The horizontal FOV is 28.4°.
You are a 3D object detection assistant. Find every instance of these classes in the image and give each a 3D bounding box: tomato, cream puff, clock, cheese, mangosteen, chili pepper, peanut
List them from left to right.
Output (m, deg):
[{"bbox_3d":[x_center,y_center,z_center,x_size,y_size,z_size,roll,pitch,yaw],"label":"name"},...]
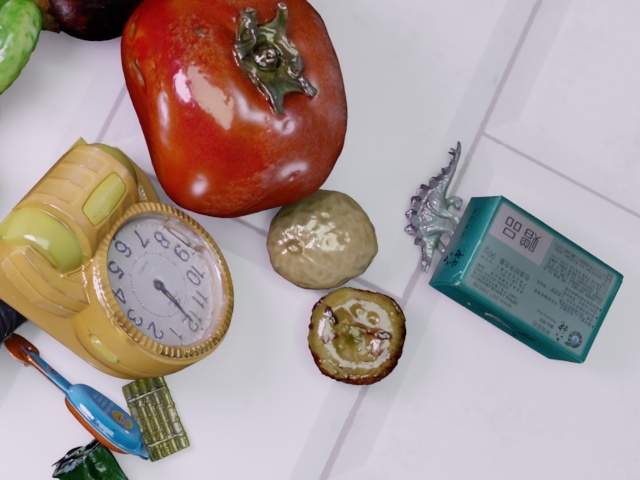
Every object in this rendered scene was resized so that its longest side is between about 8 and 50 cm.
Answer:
[{"bbox_3d":[-0.328,0.211,1.704,0.256,0.106,0.037,40,95,-3],"label":"cheese"},{"bbox_3d":[-0.319,-0.362,1.706,0.209,0.210,0.210,1,85,-12],"label":"mangosteen"},{"bbox_3d":[-0.269,0.043,1.668,0.317,0.200,0.244,44,47,-14],"label":"clock"},{"bbox_3d":[-0.272,0.379,1.727,0.088,0.059,0.227,-31,100,14],"label":"chili pepper"},{"bbox_3d":[-0.114,-0.196,1.674,0.293,0.290,0.325,-20,83,-28],"label":"tomato"},{"bbox_3d":[0.000,0.000,1.786,0.159,0.109,0.141,-27,76,-18],"label":"peanut"},{"bbox_3d":[0.049,0.135,1.799,0.149,0.084,0.149,1,82,-10],"label":"cream puff"}]

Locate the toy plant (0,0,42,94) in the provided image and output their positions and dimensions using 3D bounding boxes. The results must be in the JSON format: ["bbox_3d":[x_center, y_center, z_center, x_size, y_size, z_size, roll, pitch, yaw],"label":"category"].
[{"bbox_3d":[-0.486,-0.191,1.659,0.184,0.224,0.316,33,80,-42],"label":"toy plant"}]

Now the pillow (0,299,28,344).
[{"bbox_3d":[-0.450,0.080,1.656,0.141,0.055,0.208,44,33,-2],"label":"pillow"}]

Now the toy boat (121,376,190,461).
[{"bbox_3d":[-0.230,0.245,1.762,0.063,0.016,0.115,-22,90,-14],"label":"toy boat"}]

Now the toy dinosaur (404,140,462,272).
[{"bbox_3d":[0.173,-0.054,1.864,0.082,0.039,0.209,19,81,-9],"label":"toy dinosaur"}]

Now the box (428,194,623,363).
[{"bbox_3d":[0.299,0.058,1.835,0.244,0.092,0.153,32,78,-19],"label":"box"}]
